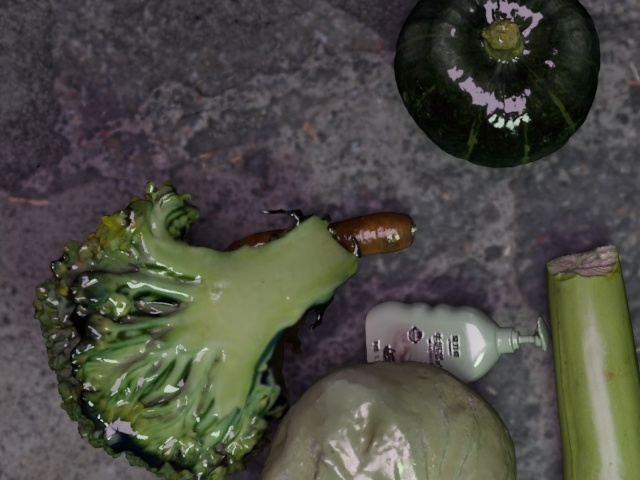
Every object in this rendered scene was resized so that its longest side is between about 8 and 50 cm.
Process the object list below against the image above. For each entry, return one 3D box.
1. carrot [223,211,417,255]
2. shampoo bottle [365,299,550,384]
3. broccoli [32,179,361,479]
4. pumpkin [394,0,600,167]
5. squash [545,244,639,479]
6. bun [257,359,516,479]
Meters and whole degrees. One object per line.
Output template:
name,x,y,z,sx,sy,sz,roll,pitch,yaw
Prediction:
carrot,0.000,0.002,1.628,0.165,0.035,0.035,-9,91,6
shampoo bottle,0.115,0.086,1.599,0.152,0.045,0.077,-3,91,17
broccoli,-0.116,0.069,1.594,0.273,0.180,0.242,-38,103,-28
pumpkin,0.143,-0.141,1.570,0.167,0.125,0.167,0,98,4
squash,0.228,0.131,1.591,0.083,0.083,0.250,-8,89,4
bun,0.059,0.208,1.544,0.231,0.133,0.231,-11,124,-17
